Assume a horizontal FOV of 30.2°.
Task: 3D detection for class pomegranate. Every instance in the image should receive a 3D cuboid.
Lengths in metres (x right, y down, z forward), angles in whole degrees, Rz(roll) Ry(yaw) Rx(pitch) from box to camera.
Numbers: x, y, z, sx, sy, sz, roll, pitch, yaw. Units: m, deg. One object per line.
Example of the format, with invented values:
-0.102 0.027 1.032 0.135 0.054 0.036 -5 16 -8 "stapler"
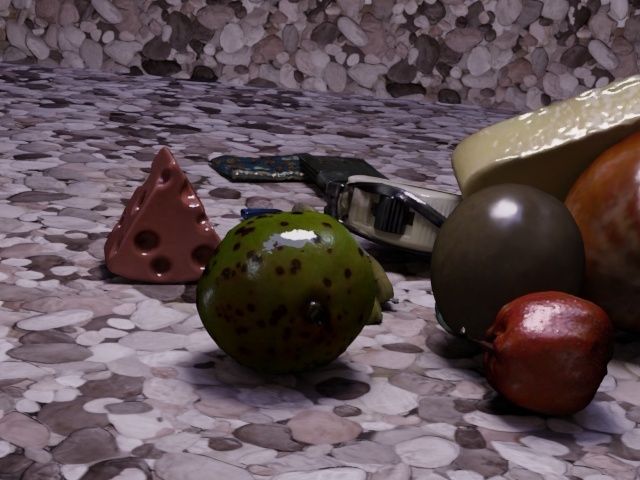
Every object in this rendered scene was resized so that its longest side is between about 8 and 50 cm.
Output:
-0.064 0.077 1.571 0.231 0.230 0.286 -4 -11 -29 "pomegranate"

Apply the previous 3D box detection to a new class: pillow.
-0.107 -0.162 2.648 0.256 0.034 0.189 -3 16 -21 "pillow"

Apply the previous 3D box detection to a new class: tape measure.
0.169 -0.030 2.055 0.271 0.133 0.231 11 5 -28 "tape measure"

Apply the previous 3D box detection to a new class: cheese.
0.438 -0.083 1.989 0.384 0.384 0.104 1 43 -12 "cheese"
-0.222 -0.015 1.898 0.177 0.203 0.128 30 5 -21 "cheese"

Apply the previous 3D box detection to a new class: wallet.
0.079 -0.117 2.479 0.169 0.044 0.317 1 22 -22 "wallet"

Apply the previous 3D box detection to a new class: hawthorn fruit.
0.267 0.137 1.488 0.194 0.157 0.157 9 15 -8 "hawthorn fruit"

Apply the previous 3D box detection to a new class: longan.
0.257 0.037 1.656 0.248 0.248 0.248 5 16 -1 "longan"

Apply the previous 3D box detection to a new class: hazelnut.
0.522 0.001 1.779 0.366 0.365 0.366 5 16 -1 "hazelnut"

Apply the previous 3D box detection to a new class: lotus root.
0.021 0.053 1.806 0.204 0.078 0.183 1 28 -15 "lotus root"

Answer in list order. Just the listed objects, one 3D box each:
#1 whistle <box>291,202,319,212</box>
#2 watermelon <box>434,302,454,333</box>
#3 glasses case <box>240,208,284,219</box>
0.000 0.001 2.062 0.068 0.057 0.326 14 14 -13 "whistle"
0.218 0.094 1.796 0.094 0.081 0.180 26 35 0 "watermelon"
-0.112 -0.048 2.256 0.083 0.023 0.033 -1 12 -24 "glasses case"
